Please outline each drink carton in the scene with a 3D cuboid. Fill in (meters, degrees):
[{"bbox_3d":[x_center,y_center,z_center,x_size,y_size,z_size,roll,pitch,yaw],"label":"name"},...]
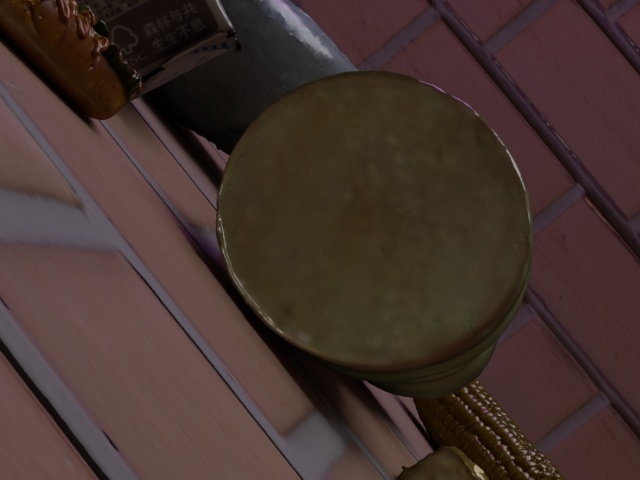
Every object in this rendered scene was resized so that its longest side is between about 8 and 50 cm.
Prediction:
[{"bbox_3d":[-0.204,-0.293,1.198,0.324,0.132,0.194,63,-1,-3],"label":"drink carton"}]

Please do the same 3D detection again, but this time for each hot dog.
[{"bbox_3d":[-0.187,-0.151,0.889,0.188,0.055,0.072,49,4,-49],"label":"hot dog"}]

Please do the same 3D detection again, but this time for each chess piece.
[{"bbox_3d":[0.065,0.026,1.135,0.234,0.234,0.442,52,-1,14],"label":"chess piece"}]

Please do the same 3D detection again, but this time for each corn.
[{"bbox_3d":[0.197,0.251,1.476,0.313,0.102,0.102,49,1,37],"label":"corn"}]

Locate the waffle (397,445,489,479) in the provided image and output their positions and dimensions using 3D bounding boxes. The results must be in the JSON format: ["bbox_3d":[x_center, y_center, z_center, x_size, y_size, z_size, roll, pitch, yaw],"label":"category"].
[{"bbox_3d":[0.159,0.265,0.968,0.274,0.057,0.168,51,2,13],"label":"waffle"}]

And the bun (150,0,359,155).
[{"bbox_3d":[-0.105,-0.214,1.556,0.354,0.194,0.354,39,4,-3],"label":"bun"}]
